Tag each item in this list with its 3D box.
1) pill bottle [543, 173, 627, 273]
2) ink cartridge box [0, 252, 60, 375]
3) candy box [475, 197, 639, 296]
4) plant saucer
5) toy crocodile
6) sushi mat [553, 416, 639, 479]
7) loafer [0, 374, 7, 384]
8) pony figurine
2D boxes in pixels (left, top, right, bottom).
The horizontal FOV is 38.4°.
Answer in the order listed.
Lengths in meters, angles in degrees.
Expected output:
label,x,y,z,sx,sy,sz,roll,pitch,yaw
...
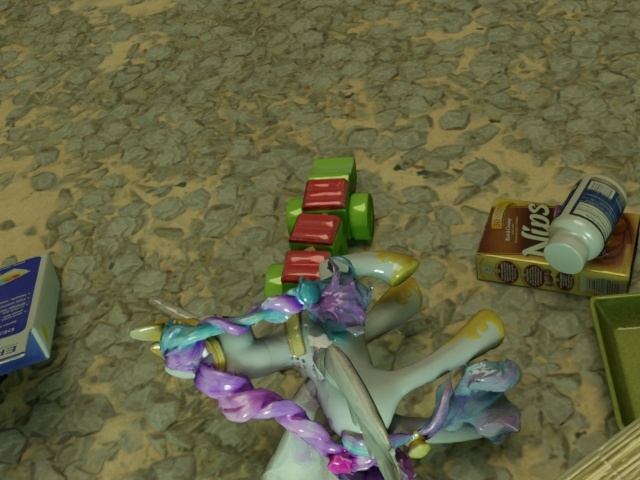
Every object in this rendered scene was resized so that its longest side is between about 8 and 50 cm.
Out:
label,x,y,z,sx,sy,sz,roll,pitch,yaw
pill bottle,0.314,-0.018,1.098,0.067,0.067,0.120,19,54,29
ink cartridge box,-0.476,0.141,1.118,0.303,0.072,0.307,-18,25,-4
candy box,0.299,0.009,1.161,0.186,0.053,0.109,7,48,21
plant saucer,0.405,0.138,1.010,0.188,0.045,0.188,-6,44,8
toy crocodile,0.000,0.000,1.200,0.115,0.105,0.341,1,45,13
sushi mat,0.259,0.291,0.873,0.316,0.019,0.151,-33,47,-8
loafer,-0.446,0.218,1.110,0.080,0.078,0.220,-9,26,22
pony figurine,0.028,0.161,0.920,0.363,0.303,0.351,-10,52,-33
